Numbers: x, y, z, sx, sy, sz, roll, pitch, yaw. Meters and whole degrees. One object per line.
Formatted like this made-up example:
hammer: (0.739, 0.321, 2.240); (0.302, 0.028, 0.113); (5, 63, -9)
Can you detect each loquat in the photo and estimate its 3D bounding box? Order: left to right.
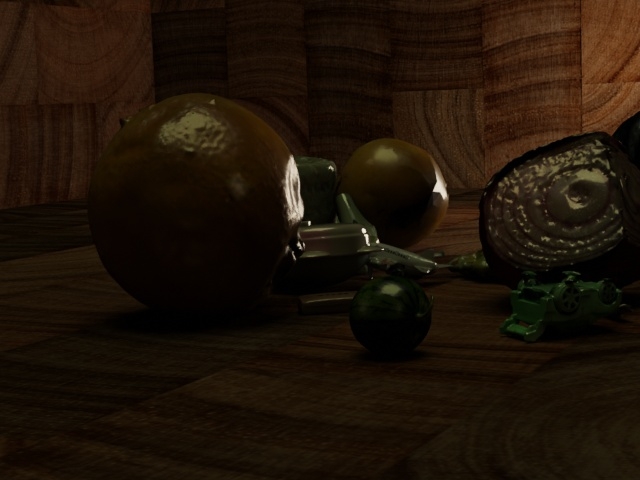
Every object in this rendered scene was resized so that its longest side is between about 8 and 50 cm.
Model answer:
loquat: (-0.174, -0.047, 1.729); (0.328, 0.329, 0.328); (-2, 6, 0)
loquat: (0.138, -0.090, 2.417); (0.234, 0.235, 0.235); (-2, 6, 0)

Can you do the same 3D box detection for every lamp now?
lamp: (-0.017, 0.023, 1.993); (0.179, 0.108, 0.246); (-1, 3, -30)

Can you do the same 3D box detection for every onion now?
onion: (0.365, -0.012, 1.755); (0.256, 0.273, 0.230); (8, -16, 25)

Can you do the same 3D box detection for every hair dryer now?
hair dryer: (0.007, -0.015, 2.281); (0.199, 0.067, 0.167); (-7, 46, 5)

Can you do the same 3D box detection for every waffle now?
waffle: (0.343, 0.033, 2.025); (0.223, 0.054, 0.204); (-6, 8, -38)

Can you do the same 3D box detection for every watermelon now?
watermelon: (0.086, 0.090, 1.425); (0.108, 0.109, 0.109); (-2, 6, 0)

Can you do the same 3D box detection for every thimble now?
thimble: (-0.107, -0.074, 2.500); (0.291, 0.195, 0.291); (-1, 7, 0)

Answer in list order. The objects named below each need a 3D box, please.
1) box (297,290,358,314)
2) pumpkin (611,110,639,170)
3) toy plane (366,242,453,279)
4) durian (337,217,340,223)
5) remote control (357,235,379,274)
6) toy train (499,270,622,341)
box: (0.025, 0.090, 1.752); (0.115, 0.025, 0.048); (-4, 5, -10)
pumpkin: (0.686, -0.109, 2.145); (0.363, 0.266, 0.363); (6, -5, 0)
toy plane: (0.129, 0.036, 2.011); (0.171, 0.066, 0.162); (1, 7, 41)
durian: (0.028, -0.057, 2.855); (0.100, 0.086, 0.215); (-21, 16, -25)
remote control: (-0.009, 0.024, 2.175); (0.233, 0.038, 0.098); (0, 31, 27)
toy train: (0.305, 0.083, 1.526); (0.149, 0.081, 0.099); (1, 4, -28)
